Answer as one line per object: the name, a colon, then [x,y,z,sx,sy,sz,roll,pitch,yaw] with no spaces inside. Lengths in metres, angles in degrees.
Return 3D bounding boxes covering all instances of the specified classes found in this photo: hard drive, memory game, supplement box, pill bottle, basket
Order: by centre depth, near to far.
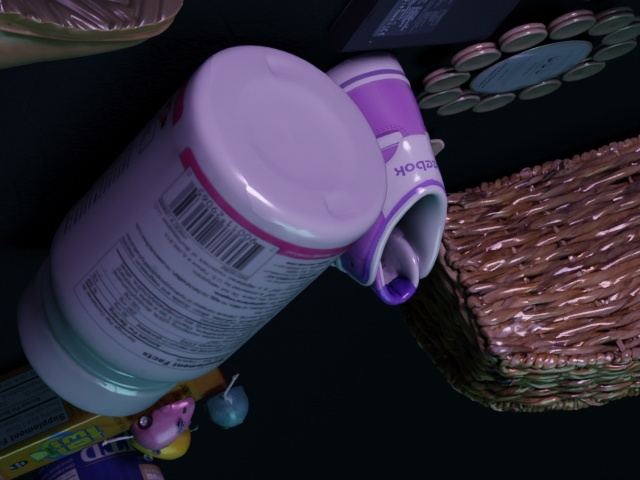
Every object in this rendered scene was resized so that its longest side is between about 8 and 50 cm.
hard drive: [0.084,-0.169,1.342,0.135,0.022,0.094,-8,153,-34]
pill bottle: [-0.094,0.002,1.369,0.160,0.160,0.283,-2,150,-43]
memory game: [0.160,-0.136,1.465,0.186,0.012,0.186,-16,168,-4]
supplement box: [-0.204,0.134,1.672,0.233,0.080,0.078,-22,159,-2]
pill bottle: [-0.198,0.226,1.741,0.112,0.187,0.112,-21,158,-9]
basket: [0.250,0.055,1.766,0.299,0.213,0.223,-17,157,-15]

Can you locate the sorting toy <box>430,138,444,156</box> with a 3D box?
sorting toy: [0.068,-0.074,1.556,0.062,0.012,0.083,-3,154,-32]

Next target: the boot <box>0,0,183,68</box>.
boot: [-0.233,-0.087,1.139,0.236,0.089,0.269,1,149,-26]

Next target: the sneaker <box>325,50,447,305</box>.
sneaker: [-0.001,0.000,1.463,0.102,0.161,0.282,-11,156,-33]

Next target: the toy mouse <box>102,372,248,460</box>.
toy mouse: [-0.111,0.159,1.677,0.143,0.031,0.161,-34,163,35]
